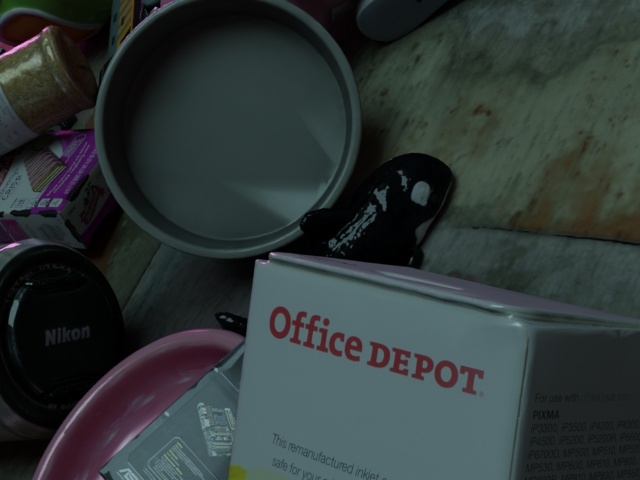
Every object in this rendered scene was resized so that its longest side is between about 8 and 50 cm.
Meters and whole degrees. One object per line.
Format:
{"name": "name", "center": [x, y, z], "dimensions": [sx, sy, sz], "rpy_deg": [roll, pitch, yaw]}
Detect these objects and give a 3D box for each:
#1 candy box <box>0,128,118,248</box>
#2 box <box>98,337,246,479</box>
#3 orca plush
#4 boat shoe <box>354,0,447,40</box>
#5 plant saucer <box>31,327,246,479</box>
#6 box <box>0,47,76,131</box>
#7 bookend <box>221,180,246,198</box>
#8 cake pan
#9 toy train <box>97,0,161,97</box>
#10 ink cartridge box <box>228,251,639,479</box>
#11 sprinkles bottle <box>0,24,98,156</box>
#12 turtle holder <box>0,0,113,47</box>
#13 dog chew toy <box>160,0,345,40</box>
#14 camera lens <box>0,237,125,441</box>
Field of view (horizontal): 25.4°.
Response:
{"name": "candy box", "center": [-0.364, -0.068, 1.849], "dimensions": [0.233, 0.071, 0.159], "rpy_deg": [-1, 46, 36]}
{"name": "box", "center": [-0.049, 0.221, 1.214], "dimensions": [0.183, 0.056, 0.231], "rpy_deg": [-42, 67, -12]}
{"name": "orca plush", "center": [0.000, 0.000, 1.444], "dimensions": [0.287, 0.102, 0.151], "rpy_deg": [-34, 38, 17]}
{"name": "boat shoe", "center": [0.142, -0.330, 1.615], "dimensions": [0.258, 0.095, 0.084], "rpy_deg": [-28, 44, 22]}
{"name": "plant saucer", "center": [-0.150, 0.245, 1.383], "dimensions": [0.332, 0.084, 0.332], "rpy_deg": [-26, 41, 25]}
{"name": "box", "center": [-0.501, -0.198, 2.065], "dimensions": [0.142, 0.163, 0.247], "rpy_deg": [-52, 37, -10]}
{"name": "bookend", "center": [-0.073, -0.091, 1.625], "dimensions": [0.156, 0.072, 0.157], "rpy_deg": [-21, 44, 30]}
{"name": "cake pan", "center": [-0.098, -0.125, 1.547], "dimensions": [0.293, 0.293, 0.054], "rpy_deg": [-44, -7, 3]}
{"name": "toy train", "center": [-0.208, -0.279, 1.887], "dimensions": [0.190, 0.142, 0.334], "rpy_deg": [-38, 36, 27]}
{"name": "ink cartridge box", "center": [0.071, 0.218, 0.992], "dimensions": [0.279, 0.160, 0.385], "rpy_deg": [12, 96, 50]}
{"name": "sprinkles bottle", "center": [-0.467, -0.148, 1.856], "dimensions": [0.355, 0.121, 0.121], "rpy_deg": [-27, 40, 10]}
{"name": "turtle holder", "center": [-0.430, -0.434, 2.119], "dimensions": [0.227, 0.320, 0.243], "rpy_deg": [-41, -7, 35]}
{"name": "dog chew toy", "center": [-0.040, -0.331, 1.649], "dimensions": [0.332, 0.206, 0.207], "rpy_deg": [-52, 33, 22]}
{"name": "camera lens", "center": [-0.375, 0.119, 1.604], "dimensions": [0.274, 0.219, 0.219], "rpy_deg": [-10, 50, 39]}
